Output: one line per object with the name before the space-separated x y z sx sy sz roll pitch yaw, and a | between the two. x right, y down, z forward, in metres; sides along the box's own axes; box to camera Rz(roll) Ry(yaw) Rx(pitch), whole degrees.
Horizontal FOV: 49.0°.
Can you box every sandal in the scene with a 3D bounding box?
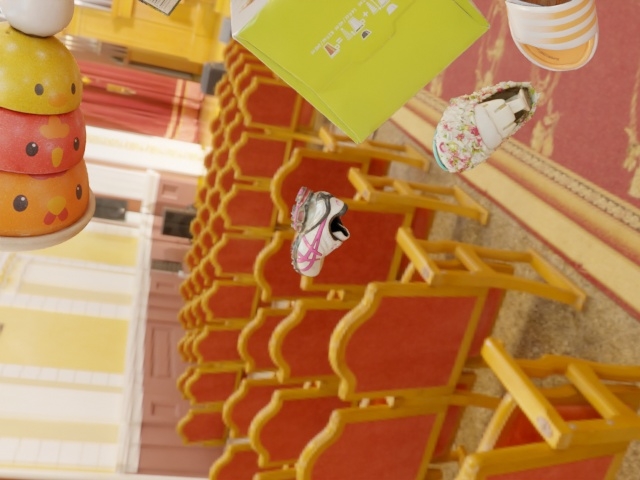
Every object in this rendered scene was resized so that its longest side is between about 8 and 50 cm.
sandal | 0.253 -0.294 0.798 0.076 0.102 0.265 -74 -33 -43

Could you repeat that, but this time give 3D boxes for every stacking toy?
stacking toy | -0.533 -0.251 1.216 0.351 0.350 0.480 -104 32 -54

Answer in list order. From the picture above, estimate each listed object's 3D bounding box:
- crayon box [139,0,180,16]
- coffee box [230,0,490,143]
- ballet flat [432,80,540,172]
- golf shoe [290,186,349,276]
crayon box | -0.444 -0.733 1.573 0.106 0.363 0.313 -24 48 52
coffee box | 0.059 -0.466 1.363 0.337 0.338 0.334 -40 32 22
ballet flat | 0.216 -0.157 0.885 0.077 0.091 0.241 -20 15 38
golf shoe | 0.000 0.000 1.091 0.186 0.086 0.067 92 -163 -52
